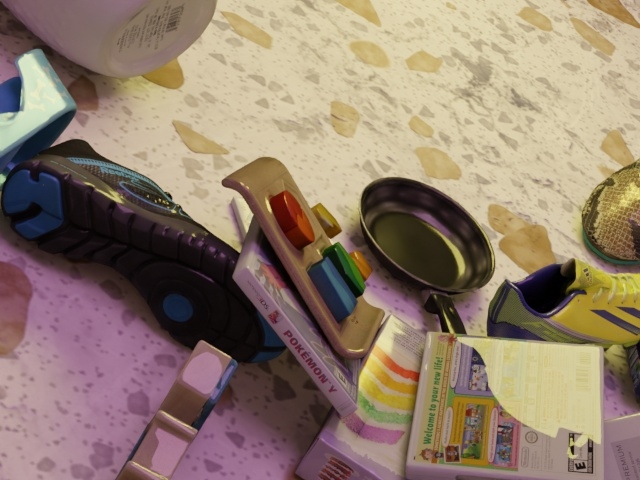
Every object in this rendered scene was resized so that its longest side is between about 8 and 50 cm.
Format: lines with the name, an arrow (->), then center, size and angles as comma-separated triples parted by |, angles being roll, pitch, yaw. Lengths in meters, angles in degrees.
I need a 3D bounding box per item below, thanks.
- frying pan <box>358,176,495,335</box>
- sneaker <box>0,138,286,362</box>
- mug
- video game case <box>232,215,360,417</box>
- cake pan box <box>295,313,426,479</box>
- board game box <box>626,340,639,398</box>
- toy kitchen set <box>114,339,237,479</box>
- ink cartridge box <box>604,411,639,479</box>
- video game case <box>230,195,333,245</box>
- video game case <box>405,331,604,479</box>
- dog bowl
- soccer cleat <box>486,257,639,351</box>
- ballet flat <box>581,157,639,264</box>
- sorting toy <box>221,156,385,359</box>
frying pan -> 0.159, 0.046, 1.686 | 0.197, 0.053, 0.326 | -3, 50, -38
sneaker -> -0.164, -0.001, 1.443 | 0.341, 0.125, 0.139 | 35, 28, -3
mug -> -0.263, -0.401, 1.630 | 0.276, 0.374, 0.328 | -21, 68, -42
video game case -> -0.018, 0.068, 1.397 | 0.183, 0.023, 0.201 | 53, 14, -13
cake pan box -> 0.133, 0.230, 1.438 | 0.267, 0.070, 0.245 | 35, 38, 3
board game box -> 0.478, 0.160, 1.778 | 0.194, 0.060, 0.194 | 21, 35, -12
toy kitchen set -> -0.102, 0.234, 1.250 | 0.166, 0.122, 0.207 | 31, 56, -2
ink cartridge box -> 0.377, 0.329, 1.365 | 0.272, 0.130, 0.309 | -12, 56, 2
video game case -> -0.043, -0.013, 1.639 | 0.122, 0.011, 0.087 | 7, 43, -30
video game case -> 0.195, 0.175, 1.401 | 0.193, 0.023, 0.212 | 4, 37, 8
dog bowl -> -0.356, -0.089, 1.381 | 0.074, 0.166, 0.297 | 45, 36, -2
soccer cleat -> 0.336, 0.073, 1.676 | 0.289, 0.121, 0.093 | -10, 33, -27
ballet flat -> 0.579, -0.090, 2.041 | 0.483, 0.182, 0.164 | -11, 55, -43
sorting toy -> 0.000, 0.000, 1.489 | 0.229, 0.041, 0.307 | 55, 13, -3
